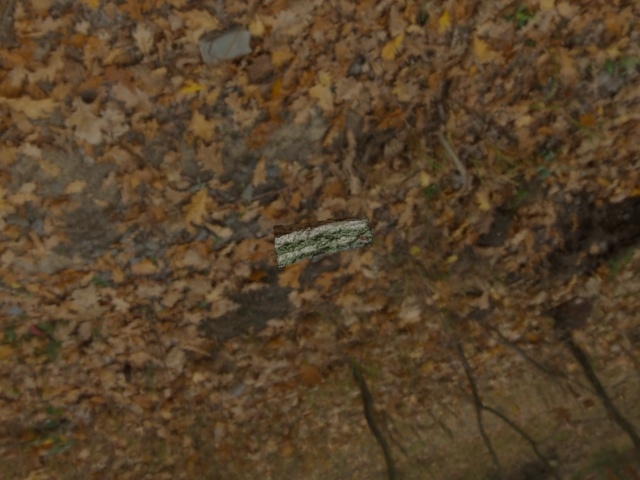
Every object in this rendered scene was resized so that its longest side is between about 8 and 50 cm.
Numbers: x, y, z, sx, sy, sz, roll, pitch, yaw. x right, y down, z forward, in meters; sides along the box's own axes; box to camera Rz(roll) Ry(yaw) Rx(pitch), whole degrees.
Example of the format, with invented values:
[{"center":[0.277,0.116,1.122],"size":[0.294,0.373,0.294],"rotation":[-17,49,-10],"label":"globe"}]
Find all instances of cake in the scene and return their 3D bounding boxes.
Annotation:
[{"center":[0.000,0.000,0.985],"size":[0.140,0.055,0.051],"rotation":[-7,113,13],"label":"cake"}]
